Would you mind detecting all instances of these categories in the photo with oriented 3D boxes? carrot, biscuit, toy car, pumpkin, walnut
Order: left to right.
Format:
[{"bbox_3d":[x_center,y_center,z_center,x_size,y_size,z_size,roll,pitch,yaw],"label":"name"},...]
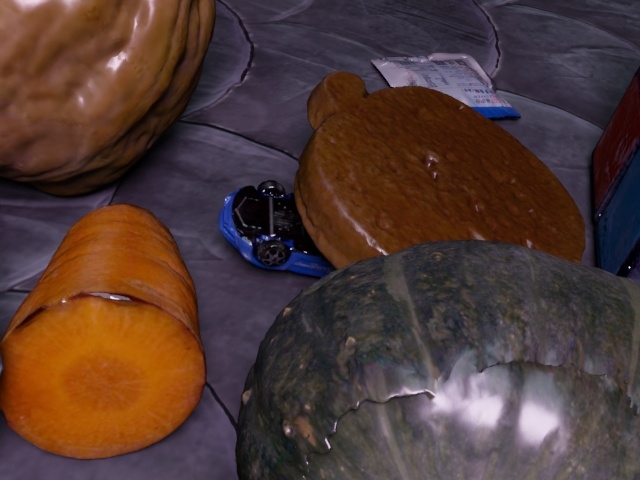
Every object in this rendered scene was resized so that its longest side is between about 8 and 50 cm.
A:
[{"bbox_3d":[-0.257,-0.218,0.709,0.306,0.344,0.306,31,16,-10],"label":"walnut"},{"bbox_3d":[-0.184,0.047,0.622,0.159,0.159,0.225,-1,36,-12],"label":"carrot"},{"bbox_3d":[0.000,0.000,0.746,0.216,0.063,0.103,9,44,-14],"label":"toy car"},{"bbox_3d":[0.119,-0.050,0.762,0.350,0.070,0.394,43,38,15],"label":"biscuit"},{"bbox_3d":[0.105,0.150,0.480,0.327,0.292,0.257,6,17,11],"label":"pumpkin"}]

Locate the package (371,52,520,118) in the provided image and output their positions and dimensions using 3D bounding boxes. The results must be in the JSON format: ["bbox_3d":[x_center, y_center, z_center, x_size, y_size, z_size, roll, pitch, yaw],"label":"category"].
[{"bbox_3d":[0.180,-0.222,1.035,0.171,0.027,0.173,-6,48,-21],"label":"package"}]

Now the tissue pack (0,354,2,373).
[{"bbox_3d":[-0.329,0.055,0.555,0.089,0.177,0.263,-3,43,-43],"label":"tissue pack"}]

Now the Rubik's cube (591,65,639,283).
[{"bbox_3d":[0.494,-0.079,0.747,0.316,0.318,0.313,15,44,5],"label":"Rubik's cube"}]
